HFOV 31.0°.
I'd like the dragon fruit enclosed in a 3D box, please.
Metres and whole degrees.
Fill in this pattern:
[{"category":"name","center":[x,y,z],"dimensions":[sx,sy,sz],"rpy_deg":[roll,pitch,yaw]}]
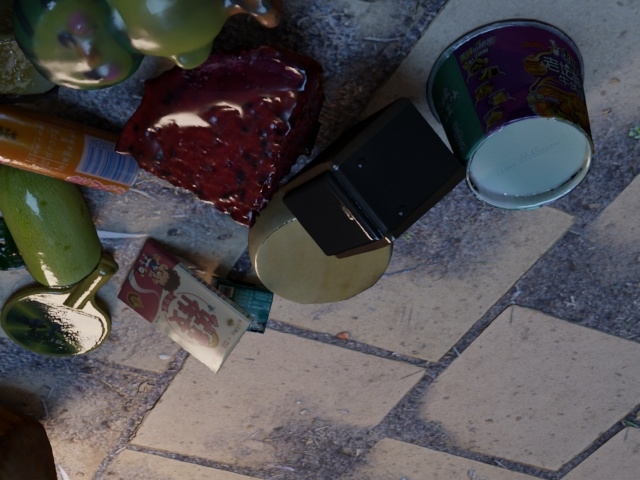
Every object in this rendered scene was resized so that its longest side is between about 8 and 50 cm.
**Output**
[{"category":"dragon fruit","center":[-0.083,-0.165,1.653],"dimensions":[0.302,0.240,0.330],"rpy_deg":[-17,168,-36]}]

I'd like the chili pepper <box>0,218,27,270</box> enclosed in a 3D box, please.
[{"category":"chili pepper","center":[-0.610,0.009,1.930],"dimensions":[0.253,0.083,0.099],"rpy_deg":[4,128,-16]}]

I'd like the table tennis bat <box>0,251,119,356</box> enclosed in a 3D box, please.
[{"category":"table tennis bat","center":[-0.456,0.119,2.096],"dimensions":[0.198,0.050,0.321],"rpy_deg":[23,135,-26]}]

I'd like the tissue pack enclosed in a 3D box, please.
[{"category":"tissue pack","center":[-0.153,0.114,2.100],"dimensions":[0.111,0.079,0.085],"rpy_deg":[11,100,-20]}]

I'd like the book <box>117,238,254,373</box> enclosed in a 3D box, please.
[{"category":"book","center":[-0.242,0.118,2.043],"dimensions":[0.232,0.022,0.162],"rpy_deg":[38,131,3]}]

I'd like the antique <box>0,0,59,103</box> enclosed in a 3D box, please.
[{"category":"antique","center":[-0.483,-0.269,1.604],"dimensions":[0.284,0.150,0.125],"rpy_deg":[3,137,-21]}]

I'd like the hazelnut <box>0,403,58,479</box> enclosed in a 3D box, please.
[{"category":"hazelnut","center":[-0.692,0.469,2.270],"dimensions":[0.372,0.315,0.372],"rpy_deg":[21,152,12]}]

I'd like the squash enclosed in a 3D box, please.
[{"category":"squash","center":[-0.441,-0.048,1.843],"dimensions":[0.133,0.132,0.247],"rpy_deg":[-8,138,3]}]

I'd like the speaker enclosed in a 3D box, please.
[{"category":"speaker","center":[0.073,-0.088,1.733],"dimensions":[0.153,0.192,0.231],"rpy_deg":[50,160,-7]}]

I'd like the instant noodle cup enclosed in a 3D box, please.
[{"category":"instant noodle cup","center":[0.295,-0.175,1.739],"dimensions":[0.251,0.190,0.251],"rpy_deg":[-3,138,-3]}]

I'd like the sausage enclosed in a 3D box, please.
[{"category":"sausage","center":[-0.419,-0.146,1.713],"dimensions":[0.312,0.093,0.093],"rpy_deg":[14,136,-41]}]

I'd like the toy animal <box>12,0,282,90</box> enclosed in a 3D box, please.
[{"category":"toy animal","center":[-0.238,-0.324,1.511],"dimensions":[0.338,0.191,0.216],"rpy_deg":[-22,135,8]}]

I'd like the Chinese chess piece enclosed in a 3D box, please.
[{"category":"Chinese chess piece","center":[0.000,0.000,1.971],"dimensions":[0.251,0.097,0.250],"rpy_deg":[-4,138,-3]}]
